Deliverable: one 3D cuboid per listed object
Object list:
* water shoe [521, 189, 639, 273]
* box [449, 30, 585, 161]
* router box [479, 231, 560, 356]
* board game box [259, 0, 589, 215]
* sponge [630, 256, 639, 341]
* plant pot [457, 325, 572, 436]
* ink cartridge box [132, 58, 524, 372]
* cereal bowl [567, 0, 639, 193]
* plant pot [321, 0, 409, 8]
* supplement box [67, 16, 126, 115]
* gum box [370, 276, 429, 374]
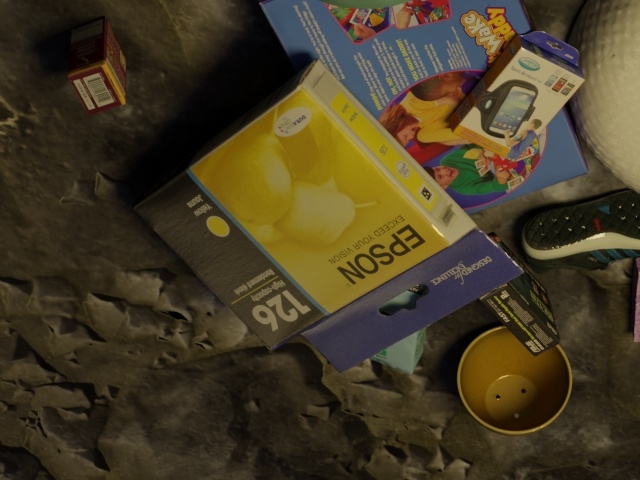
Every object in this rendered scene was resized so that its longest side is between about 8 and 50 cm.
[{"bbox_3d":[0.327,-0.008,1.948,0.203,0.073,0.080,-5,153,4],"label":"water shoe"},{"bbox_3d":[0.200,-0.146,1.726,0.081,0.028,0.136,23,126,-23],"label":"box"},{"bbox_3d":[0.221,0.062,1.969,0.038,0.092,0.122,-31,127,20],"label":"router box"},{"bbox_3d":[0.109,-0.174,1.763,0.233,0.078,0.347,-20,130,11],"label":"board game box"},{"bbox_3d":[0.472,0.060,2.033,0.210,0.031,0.117,-5,131,-1],"label":"sponge"},{"bbox_3d":[0.230,0.179,2.063,0.134,0.134,0.095,-8,157,1],"label":"plant pot"},{"bbox_3d":[0.000,0.000,1.793,0.307,0.072,0.303,47,134,-11],"label":"ink cartridge box"},{"bbox_3d":[0.428,-0.158,1.770,0.339,0.141,0.339,-3,130,-4],"label":"cereal bowl"},{"bbox_3d":[0.037,-0.348,1.499,0.271,0.271,0.255,-8,145,1],"label":"plant pot"},{"bbox_3d":[-0.224,-0.175,1.726,0.043,0.083,0.055,-17,130,10],"label":"supplement box"},{"bbox_3d":[0.043,0.059,1.917,0.157,0.041,0.184,20,145,14],"label":"gum box"}]
